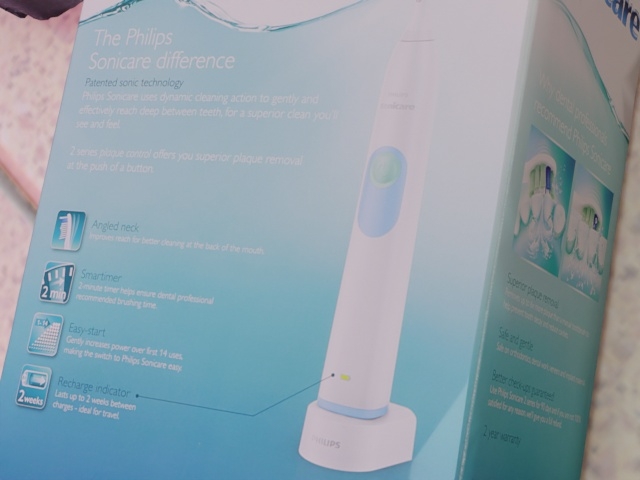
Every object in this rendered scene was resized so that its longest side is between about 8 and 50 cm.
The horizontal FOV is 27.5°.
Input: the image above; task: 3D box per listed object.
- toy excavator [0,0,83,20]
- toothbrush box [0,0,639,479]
[{"bbox_3d":[-0.327,-0.223,0.765,0.445,0.222,0.432,13,82,44],"label":"toy excavator"},{"bbox_3d":[0.000,0.000,0.546,0.216,0.126,0.295,3,79,31],"label":"toothbrush box"}]
